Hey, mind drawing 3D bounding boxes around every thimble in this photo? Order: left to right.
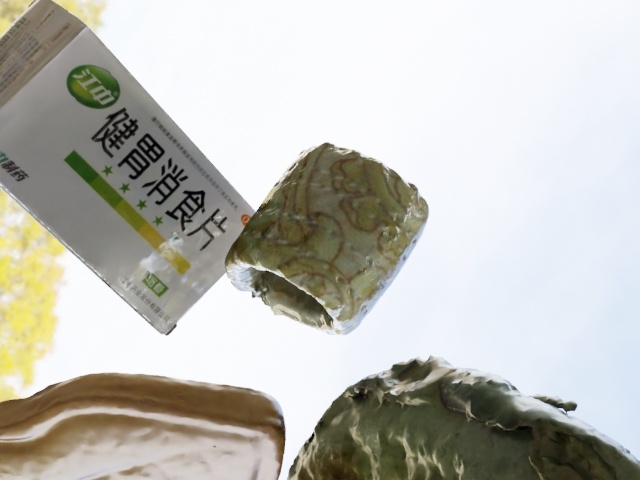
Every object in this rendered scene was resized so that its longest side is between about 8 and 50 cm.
[{"bbox_3d":[0.000,0.000,1.000,0.143,0.137,0.190,-57,-155,-17],"label":"thimble"}]

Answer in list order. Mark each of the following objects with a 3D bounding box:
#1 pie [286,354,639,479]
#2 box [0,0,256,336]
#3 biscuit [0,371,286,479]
[{"bbox_3d":[0.067,0.197,0.500,0.302,0.067,0.302,8,-81,59],"label":"pie"},{"bbox_3d":[-0.229,-0.075,1.125,0.173,0.333,0.145,-46,-146,-8],"label":"box"},{"bbox_3d":[-0.113,0.126,0.532,0.221,0.142,0.029,-16,-141,15],"label":"biscuit"}]
